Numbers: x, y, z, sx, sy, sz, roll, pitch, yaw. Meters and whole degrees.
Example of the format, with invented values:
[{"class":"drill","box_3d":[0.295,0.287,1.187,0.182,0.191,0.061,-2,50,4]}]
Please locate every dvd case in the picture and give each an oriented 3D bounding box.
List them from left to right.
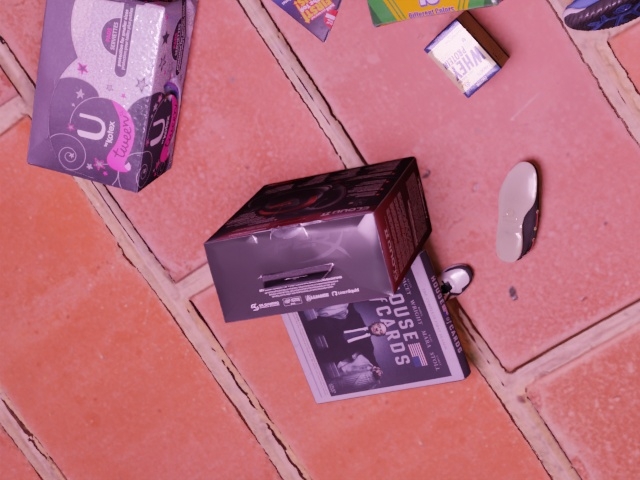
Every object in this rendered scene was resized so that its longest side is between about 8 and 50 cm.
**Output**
[{"class":"dvd case","box_3d":[0.064,0.117,1.956,0.238,0.029,0.179,-14,103,34]}]

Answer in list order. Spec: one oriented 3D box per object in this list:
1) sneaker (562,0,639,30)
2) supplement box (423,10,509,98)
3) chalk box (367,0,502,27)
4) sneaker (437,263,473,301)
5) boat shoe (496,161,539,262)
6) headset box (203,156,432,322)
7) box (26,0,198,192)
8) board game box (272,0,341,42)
[{"class":"sneaker","box_3d":[0.375,-0.320,1.750,0.211,0.080,0.081,-32,72,23]},{"class":"supplement box","box_3d":[0.180,-0.229,1.815,0.056,0.083,0.083,-42,94,22]},{"class":"chalk box","box_3d":[0.140,-0.412,1.692,0.179,0.180,0.289,-4,106,38]},{"class":"sneaker","box_3d":[0.153,0.070,1.941,0.109,0.044,0.040,-35,95,20]},{"class":"boat shoe","box_3d":[0.253,-0.039,1.882,0.049,0.042,0.133,19,113,30]},{"class":"headset box","box_3d":[0.000,0.000,1.823,0.218,0.293,0.110,-10,104,17]},{"class":"box","box_3d":[-0.266,-0.208,1.908,0.163,0.142,0.247,15,111,10]},{"class":"board game box","box_3d":[-0.011,-0.331,1.661,0.194,0.060,0.194,-29,113,26]}]
